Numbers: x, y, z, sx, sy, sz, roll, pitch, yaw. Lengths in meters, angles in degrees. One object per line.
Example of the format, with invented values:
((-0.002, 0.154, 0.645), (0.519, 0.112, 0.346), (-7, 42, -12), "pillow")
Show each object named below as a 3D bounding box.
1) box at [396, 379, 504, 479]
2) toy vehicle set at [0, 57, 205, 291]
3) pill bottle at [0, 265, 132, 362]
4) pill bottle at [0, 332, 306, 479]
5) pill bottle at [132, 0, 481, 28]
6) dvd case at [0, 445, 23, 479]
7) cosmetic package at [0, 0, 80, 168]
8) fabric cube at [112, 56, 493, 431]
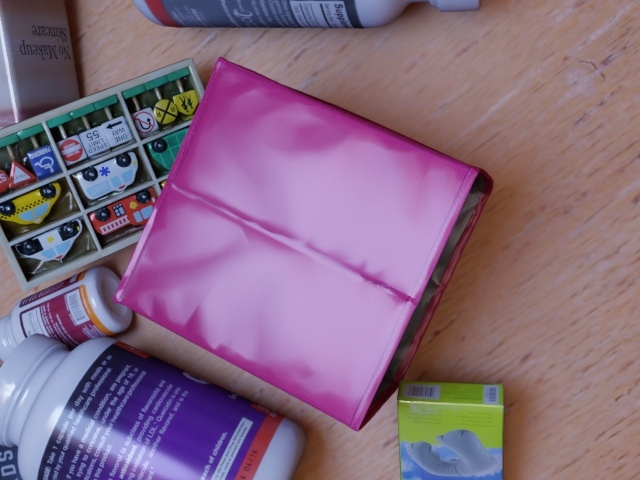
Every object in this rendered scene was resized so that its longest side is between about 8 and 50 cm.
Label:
((0.138, 0.232, 0.875), (0.109, 0.042, 0.178), (0, 116, 12), "box")
((-0.235, -0.076, 0.914), (0.267, 0.035, 0.165), (-26, 108, -18), "toy vehicle set")
((-0.311, 0.095, 0.995), (0.152, 0.086, 0.086), (-23, 84, 12), "pill bottle")
((-0.191, 0.221, 0.900), (0.323, 0.181, 0.181), (24, 95, 4), "pill bottle")
((-0.012, -0.329, 0.868), (0.363, 0.210, 0.210), (3, 90, 13), "pill bottle")
((-0.337, 0.301, 1.028), (0.239, 0.029, 0.179), (-15, 86, 12), "dvd case")
((-0.375, -0.230, 0.950), (0.129, 0.153, 0.296), (-3, 103, 12), "cosmetic package")
((0.000, 0.000, 0.840), (0.258, 0.254, 0.259), (26, 96, 14), "fabric cube")
